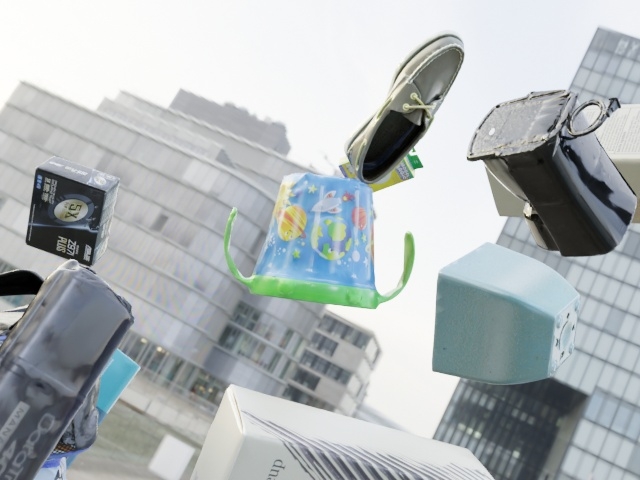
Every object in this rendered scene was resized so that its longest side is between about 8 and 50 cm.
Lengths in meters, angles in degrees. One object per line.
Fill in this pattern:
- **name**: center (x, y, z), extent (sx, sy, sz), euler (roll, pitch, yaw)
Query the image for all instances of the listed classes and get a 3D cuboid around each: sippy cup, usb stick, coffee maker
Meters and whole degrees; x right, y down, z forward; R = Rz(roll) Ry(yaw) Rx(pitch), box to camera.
- **sippy cup**: center (0.000, 0.000, 1.306), extent (0.305, 0.224, 0.240), euler (10, -6, -41)
- **usb stick**: center (-0.217, 0.141, 0.471), extent (0.045, 0.278, 0.077), euler (11, -28, 37)
- **coffee maker**: center (0.276, -0.068, 0.810), extent (0.178, 0.120, 0.171), euler (45, -5, -27)

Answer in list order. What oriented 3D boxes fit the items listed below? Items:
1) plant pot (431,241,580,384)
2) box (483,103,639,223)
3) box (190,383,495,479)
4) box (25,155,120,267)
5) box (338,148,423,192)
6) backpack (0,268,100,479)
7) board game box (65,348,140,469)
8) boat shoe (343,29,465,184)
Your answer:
- **plant pot**: center (0.418, 0.173, 1.588), extent (0.252, 0.248, 0.247), euler (15, 25, 35)
- **box**: center (0.421, -0.116, 1.089), extent (0.311, 0.148, 0.121), euler (6, -44, 36)
- **box**: center (0.027, 0.233, 0.681), extent (0.275, 0.113, 0.094), euler (18, 10, -20)
- **box**: center (-0.503, -0.058, 1.473), extent (0.147, 0.180, 0.077), euler (20, 25, -1)
- **box**: center (0.144, -0.175, 1.714), extent (0.179, 0.043, 0.105), euler (-21, -60, 22)
- **backpack**: center (-0.330, 0.139, 0.628), extent (0.263, 0.213, 0.276), euler (6, -11, -19)
- **board game box**: center (-0.416, 0.254, 1.033), extent (0.079, 0.254, 0.336), euler (45, -27, -22)
- **boat shoe**: center (0.155, -0.227, 1.277), extent (0.109, 0.305, 0.091), euler (22, 34, -29)
